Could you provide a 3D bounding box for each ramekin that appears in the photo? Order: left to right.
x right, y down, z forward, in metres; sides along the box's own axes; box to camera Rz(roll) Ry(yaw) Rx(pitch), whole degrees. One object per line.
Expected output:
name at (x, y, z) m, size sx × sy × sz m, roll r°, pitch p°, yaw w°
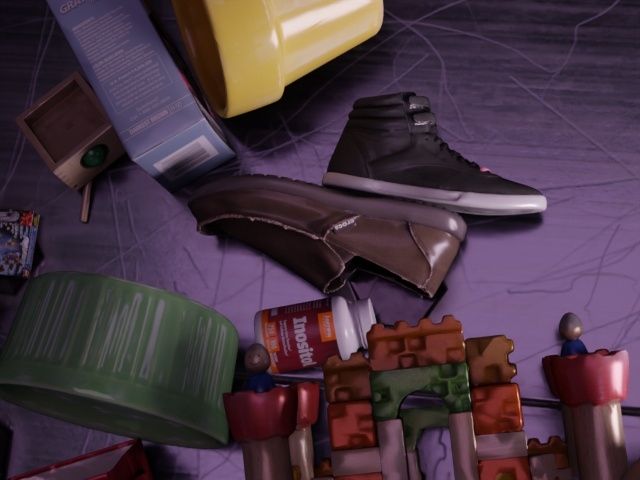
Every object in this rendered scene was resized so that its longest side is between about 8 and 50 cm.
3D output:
ramekin at (-0.246, 0.149, 1.538) m, size 0.303 × 0.303 × 0.148 m, roll 10°, pitch 73°, yaw 10°

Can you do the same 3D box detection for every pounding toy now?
pounding toy at (-0.331, -0.128, 1.713) m, size 0.130 × 0.100 × 0.141 m, roll -39°, pitch 66°, yaw -1°

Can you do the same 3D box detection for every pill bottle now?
pill bottle at (-0.004, 0.119, 1.611) m, size 0.152 × 0.086 × 0.086 m, roll -12°, pitch 77°, yaw 6°

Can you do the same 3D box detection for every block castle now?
block castle at (0.128, 0.201, 1.469) m, size 0.453 × 0.303 × 0.213 m, roll -7°, pitch 84°, yaw 7°

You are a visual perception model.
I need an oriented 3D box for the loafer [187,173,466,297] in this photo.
loafer at (0.000, 0.000, 1.610) m, size 0.366 × 0.134 × 0.130 m, roll 8°, pitch 80°, yaw 10°

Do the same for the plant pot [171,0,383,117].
plant pot at (-0.057, -0.316, 1.640) m, size 0.239 × 0.254 × 0.254 m, roll -19°, pitch 76°, yaw -13°

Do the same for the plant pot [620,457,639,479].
plant pot at (0.408, 0.306, 1.272) m, size 0.191 × 0.284 × 0.284 m, roll 25°, pitch 81°, yaw 52°

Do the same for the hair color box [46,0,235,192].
hair color box at (-0.263, -0.265, 1.673) m, size 0.114 × 0.185 × 0.374 m, roll -30°, pitch 76°, yaw 2°

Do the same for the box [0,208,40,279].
box at (-0.465, 0.001, 1.730) m, size 0.137 × 0.027 × 0.094 m, roll 4°, pitch 78°, yaw 9°

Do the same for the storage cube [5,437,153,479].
storage cube at (-0.294, 0.377, 1.530) m, size 0.215 × 0.183 × 0.193 m, roll -17°, pitch 93°, yaw 4°

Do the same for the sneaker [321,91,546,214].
sneaker at (0.156, -0.117, 1.625) m, size 0.296 × 0.104 × 0.147 m, roll 10°, pitch 85°, yaw 14°
